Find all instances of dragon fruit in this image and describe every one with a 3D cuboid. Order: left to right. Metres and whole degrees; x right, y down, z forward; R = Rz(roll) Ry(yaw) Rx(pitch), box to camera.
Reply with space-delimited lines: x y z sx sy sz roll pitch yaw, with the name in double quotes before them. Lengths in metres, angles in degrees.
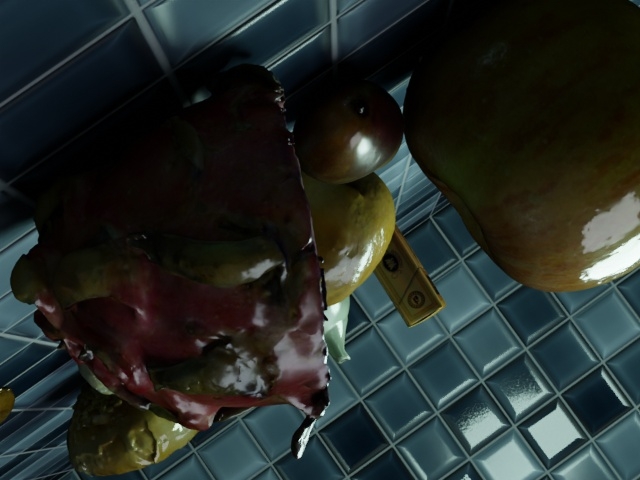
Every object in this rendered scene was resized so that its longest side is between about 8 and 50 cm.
"dragon fruit" -0.139 0.025 1.122 0.262 0.314 0.296 -7 140 -6

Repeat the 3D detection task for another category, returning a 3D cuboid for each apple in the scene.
"apple" 0.300 -0.138 1.585 0.333 0.400 0.400 -39 173 3

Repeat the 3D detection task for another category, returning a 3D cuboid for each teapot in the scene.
"teapot" -0.055 0.073 2.202 0.149 0.219 0.318 -66 155 -44

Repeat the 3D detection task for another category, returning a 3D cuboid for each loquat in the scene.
"loquat" -0.004 -0.014 1.754 0.238 0.193 0.238 -58 174 -10

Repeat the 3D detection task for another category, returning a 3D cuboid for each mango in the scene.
"mango" 0.033 -0.125 1.475 0.133 0.111 0.267 -52 170 6

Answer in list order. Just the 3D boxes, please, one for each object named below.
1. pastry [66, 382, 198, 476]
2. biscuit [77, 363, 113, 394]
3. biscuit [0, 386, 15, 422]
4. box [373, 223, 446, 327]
"pastry" -0.326 0.290 2.276 0.284 0.184 0.315 -17 -170 40
"biscuit" -0.283 0.159 1.971 0.179 0.084 0.281 0 147 -44
"biscuit" -0.557 0.301 1.848 0.262 0.037 0.262 -34 173 -5
"box" 0.121 0.021 2.246 0.076 0.274 0.174 -33 174 7
